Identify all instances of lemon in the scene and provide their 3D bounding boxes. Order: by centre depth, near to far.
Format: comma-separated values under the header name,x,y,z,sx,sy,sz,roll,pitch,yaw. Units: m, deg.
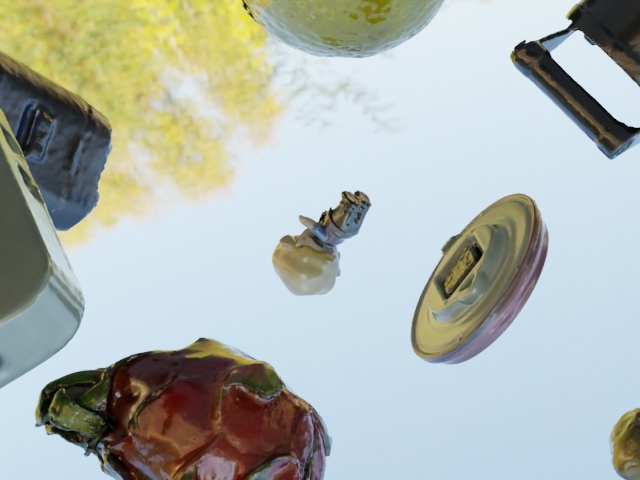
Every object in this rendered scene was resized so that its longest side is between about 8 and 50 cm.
name,x,y,z,sx,sy,sz,roll,pitch,yaw
lemon,0.036,-0.430,1.710,0.349,0.350,0.387,-16,163,-14

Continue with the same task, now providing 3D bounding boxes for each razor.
name,x,y,z,sx,sy,sz,roll,pitch,yaw
razor,-0.403,-0.149,1.592,0.107,0.189,0.327,1,157,33

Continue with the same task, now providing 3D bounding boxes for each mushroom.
name,x,y,z,sx,sy,sz,roll,pitch,yaw
mushroom,0.438,0.332,1.495,0.087,0.333,0.107,-21,-152,25

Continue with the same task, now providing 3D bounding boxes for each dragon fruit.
name,x,y,z,sx,sy,sz,roll,pitch,yaw
dragon fruit,-0.123,0.186,1.116,0.269,0.198,0.200,-5,-142,-2

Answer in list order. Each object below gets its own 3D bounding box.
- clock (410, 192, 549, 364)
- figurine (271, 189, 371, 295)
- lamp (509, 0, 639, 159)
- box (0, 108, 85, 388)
name,x,y,z,sx,sy,sz,roll,pitch,yaw
clock,0.192,0.046,1.578,0.244,0.056,0.244,-49,-161,23
figurine,0.000,0.000,1.994,0.108,0.196,0.114,43,-153,21
lamp,0.422,-0.267,1.416,0.205,0.272,0.374,47,-145,16
box,-0.405,0.040,1.063,0.367,0.090,0.373,-31,-136,-4
